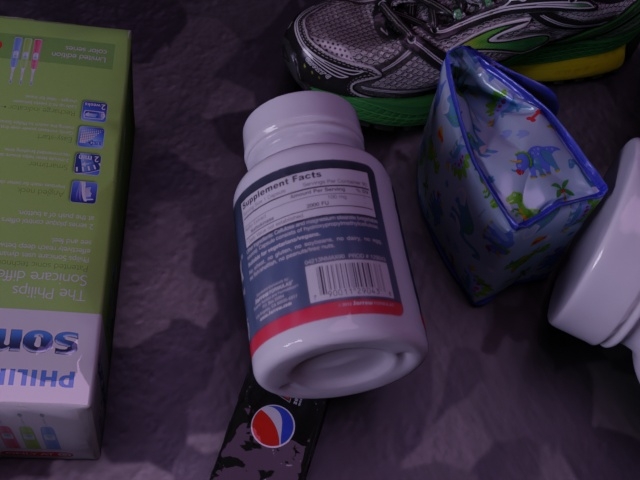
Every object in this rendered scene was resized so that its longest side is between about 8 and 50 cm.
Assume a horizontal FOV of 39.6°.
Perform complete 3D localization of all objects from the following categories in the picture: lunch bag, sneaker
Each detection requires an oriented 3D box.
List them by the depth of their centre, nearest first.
[{"bbox_3d":[0.125,-0.050,0.659,0.096,0.129,0.151,-22,64,-18],"label":"lunch bag"},{"bbox_3d":[0.129,-0.199,0.731,0.344,0.146,0.134,-18,65,-14],"label":"sneaker"}]

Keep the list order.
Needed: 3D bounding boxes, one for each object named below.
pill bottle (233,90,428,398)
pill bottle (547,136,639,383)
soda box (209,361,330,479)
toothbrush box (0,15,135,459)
[{"bbox_3d":[0.000,0.000,0.570,0.108,0.108,0.180,-5,61,-9],"label":"pill bottle"},{"bbox_3d":[0.335,0.060,0.588,0.334,0.188,0.188,23,62,7],"label":"pill bottle"},{"bbox_3d":[-0.024,0.105,0.603,0.060,0.053,0.168,17,61,4],"label":"soda box"},{"bbox_3d":[-0.240,-0.008,0.599,0.206,0.122,0.283,3,60,-9],"label":"toothbrush box"}]
